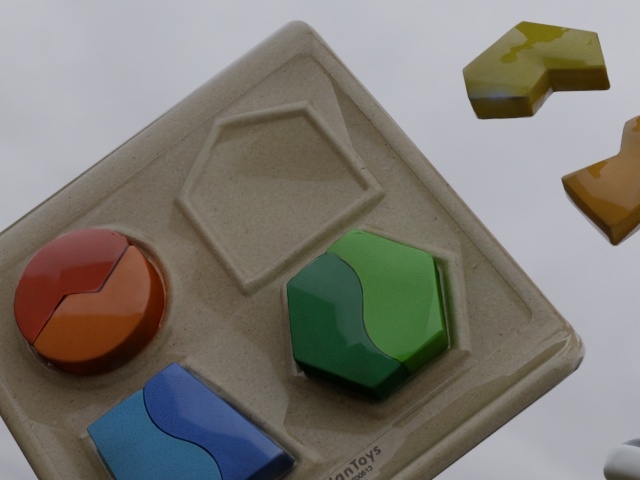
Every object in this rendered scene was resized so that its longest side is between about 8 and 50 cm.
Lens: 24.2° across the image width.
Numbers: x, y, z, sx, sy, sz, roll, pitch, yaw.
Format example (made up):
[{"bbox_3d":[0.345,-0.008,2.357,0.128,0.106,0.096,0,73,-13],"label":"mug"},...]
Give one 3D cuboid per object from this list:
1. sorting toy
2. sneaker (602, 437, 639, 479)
[{"bbox_3d":[0.000,0.000,0.625,0.229,0.307,0.041,51,-3,32],"label":"sorting toy"},{"bbox_3d":[0.308,0.109,0.805,0.296,0.147,0.104,12,-17,8],"label":"sneaker"}]
